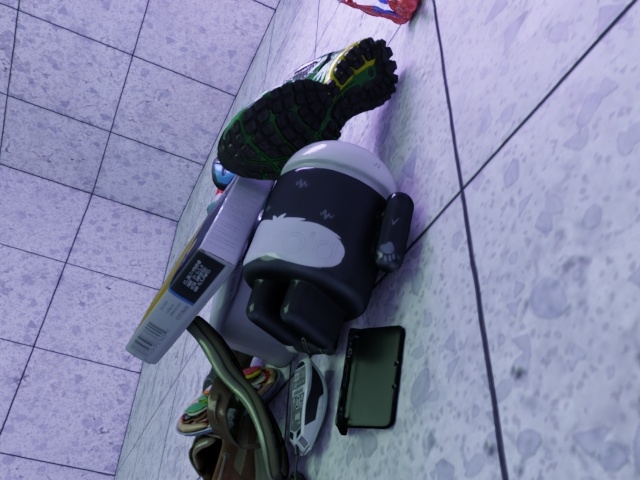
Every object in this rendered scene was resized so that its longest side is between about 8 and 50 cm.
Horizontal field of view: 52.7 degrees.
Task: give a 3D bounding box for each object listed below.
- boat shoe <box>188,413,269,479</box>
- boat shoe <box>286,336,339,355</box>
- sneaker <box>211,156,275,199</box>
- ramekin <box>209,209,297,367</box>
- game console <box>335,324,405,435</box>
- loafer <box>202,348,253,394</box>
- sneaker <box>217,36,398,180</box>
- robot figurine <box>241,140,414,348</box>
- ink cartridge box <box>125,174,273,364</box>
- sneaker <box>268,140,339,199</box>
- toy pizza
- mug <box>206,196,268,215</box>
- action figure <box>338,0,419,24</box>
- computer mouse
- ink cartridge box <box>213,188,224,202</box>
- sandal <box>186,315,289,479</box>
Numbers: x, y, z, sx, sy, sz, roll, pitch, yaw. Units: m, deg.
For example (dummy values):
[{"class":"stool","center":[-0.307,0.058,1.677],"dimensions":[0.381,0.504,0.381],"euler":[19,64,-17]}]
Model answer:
[{"class":"boat shoe","center":[-0.156,0.346,1.086],"dimensions":[0.324,0.117,0.123],"euler":[-122,53,-68]},{"class":"boat shoe","center":[0.017,0.062,0.965],"dimensions":[0.079,0.084,0.233],"euler":[-1,57,31]},{"class":"sneaker","center":[-0.136,-0.117,1.401],"dimensions":[0.341,0.125,0.139],"euler":[-24,-51,-71]},{"class":"ramekin","center":[-0.099,0.078,1.163],"dimensions":[0.277,0.135,0.277],"euler":[-161,90,-73]},{"class":"game console","center":[0.062,0.173,0.787],"dimensions":[0.107,0.071,0.122],"euler":[77,-158,-63]},{"class":"loafer","center":[-0.174,0.282,1.295],"dimensions":[0.094,0.088,0.251],"euler":[54,140,37]},{"class":"sneaker","center":[-0.028,-0.197,1.015],"dimensions":[0.344,0.134,0.146],"euler":[-38,24,-32]},{"class":"robot figurine","center":[0.003,0.001,0.858],"dimensions":[0.173,0.209,0.278],"euler":[99,-171,-64]},{"class":"ink cartridge box","center":[-0.177,0.007,1.043],"dimensions":[0.303,0.072,0.307],"euler":[-49,17,41]},{"class":"sneaker","center":[-0.034,-0.116,1.229],"dimensions":[0.256,0.094,0.151],"euler":[141,151,-76]},{"class":"toy pizza","center":[-0.163,0.269,1.122],"dimensions":[0.201,0.032,0.201],"euler":[-25,9,4]},{"class":"mug","center":[-0.165,-0.031,1.302],"dimensions":[0.130,0.158,0.097],"euler":[-21,75,28]},{"class":"action figure","center":[0.096,-0.452,1.133],"dimensions":[0.280,0.139,0.091],"euler":[-106,37,-57]},{"class":"computer mouse","center":[-0.014,0.256,0.885],"dimensions":[0.106,0.042,0.192],"euler":[133,145,-62]},{"class":"ink cartridge box","center":[-0.213,-0.053,1.641],"dimensions":[0.078,0.134,0.230],"euler":[169,119,-71]},{"class":"sandal","center":[-0.137,0.248,0.986],"dimensions":[0.302,0.086,0.120],"euler":[50,167,32]}]
